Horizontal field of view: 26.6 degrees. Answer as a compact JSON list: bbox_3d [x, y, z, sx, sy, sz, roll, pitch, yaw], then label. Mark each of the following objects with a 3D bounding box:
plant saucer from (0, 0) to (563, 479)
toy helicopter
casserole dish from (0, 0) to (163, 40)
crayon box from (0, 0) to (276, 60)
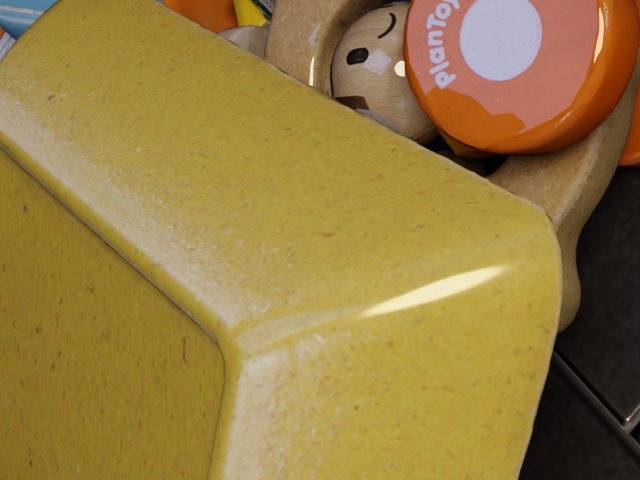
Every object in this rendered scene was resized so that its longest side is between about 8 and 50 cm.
[{"bbox_3d":[-0.076,0.089,0.543,0.333,0.081,0.333,35,121,49],"label":"plant saucer"},{"bbox_3d":[0.000,0.000,0.595,0.235,0.140,0.355,30,107,29],"label":"toy helicopter"},{"bbox_3d":[-0.129,-0.157,0.735,0.188,0.037,0.114,16,87,49],"label":"casserole dish"},{"bbox_3d":[-0.157,-0.074,0.842,0.313,0.106,0.363,-55,44,17],"label":"crayon box"}]
